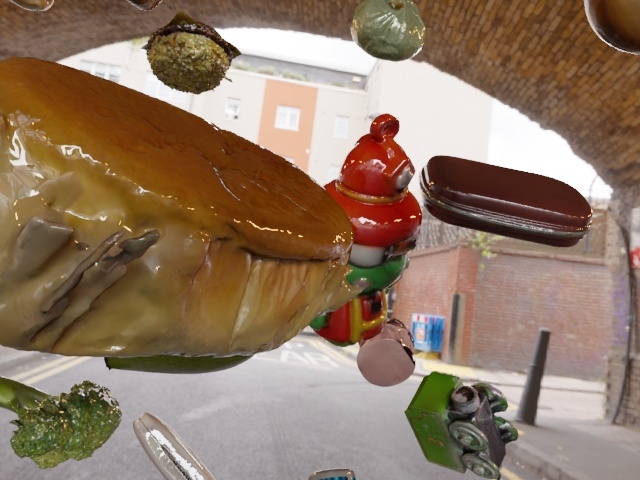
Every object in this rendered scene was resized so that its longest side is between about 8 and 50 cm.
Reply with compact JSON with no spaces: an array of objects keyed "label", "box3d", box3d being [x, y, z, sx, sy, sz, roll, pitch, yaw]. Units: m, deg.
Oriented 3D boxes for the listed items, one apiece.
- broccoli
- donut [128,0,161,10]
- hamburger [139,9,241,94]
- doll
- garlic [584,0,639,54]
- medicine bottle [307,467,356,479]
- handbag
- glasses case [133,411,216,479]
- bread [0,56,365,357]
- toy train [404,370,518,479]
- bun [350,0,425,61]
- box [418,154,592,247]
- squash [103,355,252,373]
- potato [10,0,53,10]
[{"label":"broccoli","box3d":[-0.582,0.390,1.041,0.302,0.185,0.254,14,-1,-42]},{"label":"donut","box3d":[-0.420,-0.596,1.041,0.227,0.114,0.226,40,14,-12]},{"label":"hamburger","box3d":[-0.353,-0.488,1.354,0.262,0.138,0.243,12,-21,-44]},{"label":"doll","box3d":[0.059,-0.012,0.734,0.183,0.362,0.160,-16,41,-37]},{"label":"garlic","box3d":[0.423,-0.296,0.599,0.207,0.128,0.115,8,34,15]},{"label":"medicine bottle","box3d":[0.033,0.589,1.037,0.107,0.191,0.107,-4,-34,-3]},{"label":"handbag","box3d":[0.202,0.340,1.514,0.179,0.205,0.116,-27,27,13]},{"label":"glasses case","box3d":[-0.230,0.385,0.830,0.233,0.059,0.092,47,-23,5]},{"label":"bread","box3d":[-0.125,-0.020,0.435,0.236,0.183,0.389,30,6,30]},{"label":"toy train","box3d":[0.374,0.494,1.332,0.249,0.173,0.307,3,-51,41]},{"label":"bun","box3d":[0.170,-0.533,1.209,0.196,0.195,0.118,8,-38,-5]},{"label":"box","box3d":[0.435,-0.098,1.189,0.405,0.108,0.263,12,31,1]},{"label":"squash","box3d":[-0.260,0.179,1.086,0.309,0.310,0.310,19,-8,-3]},{"label":"potato","box3d":[-0.773,-0.671,1.275,0.178,0.109,0.118,32,-51,-2]}]
